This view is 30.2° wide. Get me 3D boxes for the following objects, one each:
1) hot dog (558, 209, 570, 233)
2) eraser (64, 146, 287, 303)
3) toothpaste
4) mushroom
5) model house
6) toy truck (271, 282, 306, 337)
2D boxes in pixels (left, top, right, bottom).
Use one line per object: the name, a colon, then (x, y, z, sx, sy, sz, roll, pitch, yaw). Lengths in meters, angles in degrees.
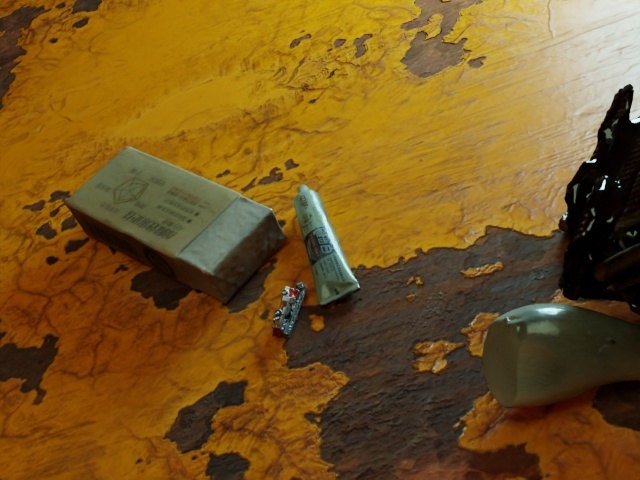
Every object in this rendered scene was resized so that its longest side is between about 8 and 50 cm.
hot dog: (0.334, -0.019, 1.471, 0.058, 0.035, 0.083, -35, 41, -20)
eraser: (-0.215, -0.029, 1.727, 0.343, 0.078, 0.144, 24, 61, 40)
toothpaste: (0.000, 0.000, 1.622, 0.060, 0.038, 0.233, -25, 43, 6)
mushroom: (0.291, 0.122, 1.312, 0.225, 0.093, 0.116, -7, 73, 7)
model house: (0.394, -0.010, 1.317, 0.282, 0.297, 0.317, -18, 41, 54)
toy truck: (-0.042, 0.090, 1.554, 0.032, 0.024, 0.083, 12, 51, 7)
